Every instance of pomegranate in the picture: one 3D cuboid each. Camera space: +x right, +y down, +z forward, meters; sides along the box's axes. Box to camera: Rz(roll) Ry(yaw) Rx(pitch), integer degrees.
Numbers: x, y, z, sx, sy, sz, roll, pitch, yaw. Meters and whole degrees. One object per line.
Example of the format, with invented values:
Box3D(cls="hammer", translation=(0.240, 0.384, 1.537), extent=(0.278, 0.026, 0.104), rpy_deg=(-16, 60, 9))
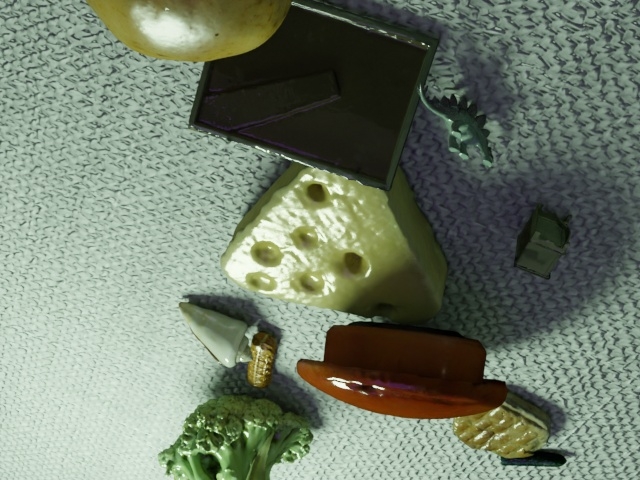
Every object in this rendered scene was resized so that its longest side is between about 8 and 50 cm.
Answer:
Box3D(cls="pomegranate", translation=(-0.166, -0.352, 1.157), extent=(0.307, 0.307, 0.307), rpy_deg=(9, 134, 9))

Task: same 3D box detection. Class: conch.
Box3D(cls="conch", translation=(-0.206, 0.187, 1.805), extent=(0.176, 0.094, 0.104), rpy_deg=(19, 175, 5))

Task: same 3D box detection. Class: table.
Box3D(cls="table", translation=(0.352, 0.001, 1.460), extent=(0.062, 0.079, 0.083), rpy_deg=(20, 134, -1))

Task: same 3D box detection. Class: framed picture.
Box3D(cls="framed picture", translation=(-0.014, -0.221, 1.324), extent=(0.315, 0.024, 0.232), rpy_deg=(18, 105, -1))

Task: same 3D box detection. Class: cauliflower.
Box3D(cls="cauliflower", translation=(-0.175, 0.467, 1.946), extent=(0.327, 0.281, 0.260), rpy_deg=(-8, 164, 4))

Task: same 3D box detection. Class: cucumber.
Box3D(cls="cucumber", translation=(0.436, 0.447, 1.895), extent=(0.133, 0.032, 0.032), rpy_deg=(-2, 132, 21))

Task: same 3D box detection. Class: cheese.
Box3D(cls="cheese", translation=(0.001, 0.001, 1.551), extent=(0.384, 0.104, 0.384), rpy_deg=(8, 134, 8))

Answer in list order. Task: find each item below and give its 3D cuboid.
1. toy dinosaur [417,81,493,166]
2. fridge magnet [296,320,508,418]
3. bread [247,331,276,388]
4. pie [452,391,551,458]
Box3D(cls="toy dinosaur", translation=(0.195, -0.173, 1.333), extent=(0.039, 0.082, 0.209), rpy_deg=(-16, 145, 38))
Box3D(cls="fridge magnet", translation=(0.139, 0.224, 1.591), extent=(0.363, 0.155, 0.363), rpy_deg=(7, 173, 1))
Box3D(cls="bread", translation=(-0.119, 0.242, 1.861), extent=(0.052, 0.044, 0.157), rpy_deg=(12, 135, 2))
Box3D(cls="pie", translation=(0.354, 0.368, 1.835), extent=(0.195, 0.046, 0.195), rpy_deg=(8, 133, 9))
